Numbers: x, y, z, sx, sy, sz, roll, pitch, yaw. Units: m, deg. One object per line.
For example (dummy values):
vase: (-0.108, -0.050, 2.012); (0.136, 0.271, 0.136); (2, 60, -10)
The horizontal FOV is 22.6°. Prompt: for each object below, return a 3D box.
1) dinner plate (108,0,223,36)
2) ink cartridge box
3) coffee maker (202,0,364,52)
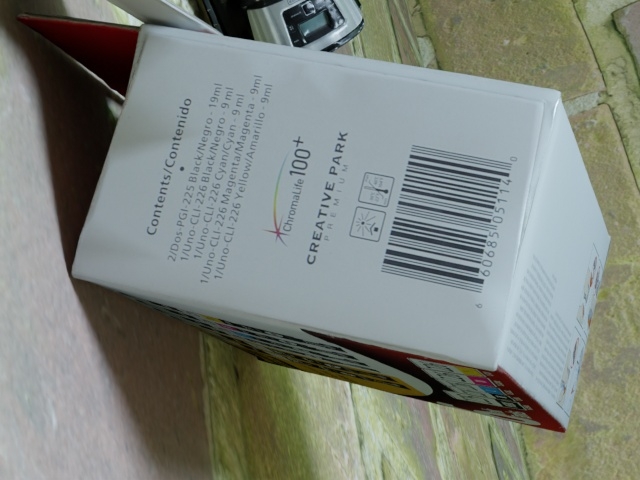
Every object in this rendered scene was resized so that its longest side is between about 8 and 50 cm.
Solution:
dinner plate: (-0.110, -0.131, 0.774); (0.141, 0.017, 0.141); (32, 3, -2)
ink cartridge box: (0.000, 0.000, 0.858); (0.309, 0.272, 0.130); (39, 64, -71)
coffee maker: (-0.049, -0.228, 1.178); (0.171, 0.120, 0.178); (-92, 161, -61)
